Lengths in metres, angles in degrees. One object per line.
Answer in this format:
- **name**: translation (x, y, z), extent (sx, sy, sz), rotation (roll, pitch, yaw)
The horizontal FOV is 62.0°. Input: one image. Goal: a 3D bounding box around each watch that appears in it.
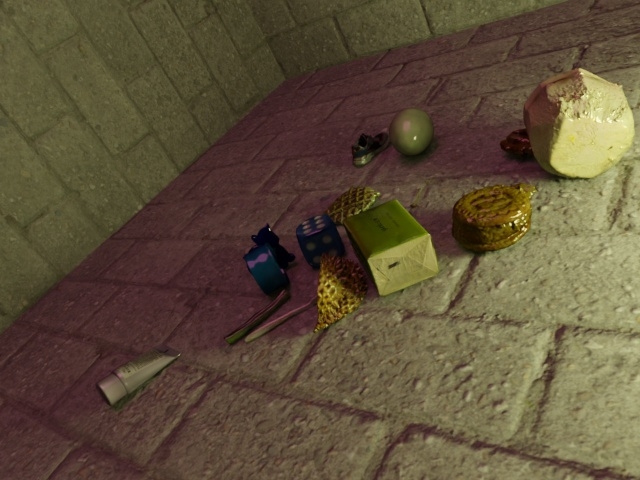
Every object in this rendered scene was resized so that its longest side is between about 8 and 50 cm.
- **watch**: translation (-0.190, 0.082, 1.903), extent (0.171, 0.196, 0.200), rotation (-37, 22, 5)

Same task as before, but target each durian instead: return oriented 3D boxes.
- **durian**: translation (0.062, 0.137, 1.675), extent (0.186, 0.154, 0.260), rotation (1, 45, -12)

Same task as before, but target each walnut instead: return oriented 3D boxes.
- **walnut**: translation (0.728, -0.343, 1.884), extent (0.143, 0.069, 0.170), rotation (-38, 29, -12)

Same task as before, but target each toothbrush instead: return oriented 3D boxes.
- **toothbrush**: translation (-0.116, 0.249, 1.742), extent (0.307, 0.025, 0.029), rotation (-30, 21, -2)

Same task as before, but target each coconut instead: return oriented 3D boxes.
- **coconut**: translation (0.795, -0.376, 1.659), extent (0.297, 0.297, 0.309), rotation (-15, 36, 23)

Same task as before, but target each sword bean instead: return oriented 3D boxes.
- **sword bean**: translation (-0.209, 0.257, 1.800), extent (0.269, 0.038, 0.043), rotation (-38, 56, -16)

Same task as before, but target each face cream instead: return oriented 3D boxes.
- **face cream**: translation (-0.626, 0.446, 1.831), extent (0.274, 0.096, 0.154), rotation (-34, 25, -35)

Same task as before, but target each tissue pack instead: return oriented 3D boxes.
- **tissue pack**: translation (0.213, 0.014, 1.665), extent (0.200, 0.167, 0.275), rotation (-22, 28, -3)

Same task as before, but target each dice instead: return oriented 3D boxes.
- **dice**: translation (0.000, 0.000, 1.911), extent (0.146, 0.146, 0.143), rotation (-23, 27, 2)

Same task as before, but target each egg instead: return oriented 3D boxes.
- **egg**: translation (0.381, -0.456, 2.237), extent (0.186, 0.186, 0.253), rotation (-17, 30, 21)

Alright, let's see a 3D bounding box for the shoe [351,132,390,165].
- **shoe**: translation (0.213, -0.444, 2.432), extent (0.227, 0.125, 0.099), rotation (-44, 30, -21)

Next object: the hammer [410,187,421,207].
- **hammer**: translation (0.358, -0.160, 1.979), extent (0.029, 0.014, 0.123), rotation (-2, 35, 25)

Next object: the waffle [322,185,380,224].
- **waffle**: translation (0.118, -0.140, 2.112), extent (0.214, 0.054, 0.208), rotation (-45, 36, -15)

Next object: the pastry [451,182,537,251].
- **pastry**: translation (0.512, -0.069, 1.605), extent (0.240, 0.132, 0.235), rotation (4, 34, 35)
